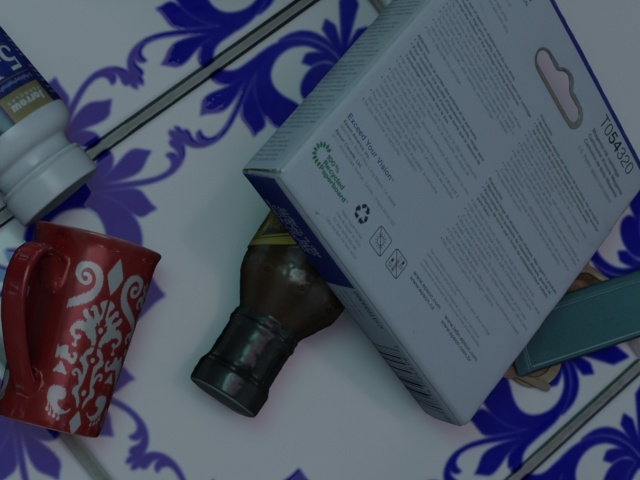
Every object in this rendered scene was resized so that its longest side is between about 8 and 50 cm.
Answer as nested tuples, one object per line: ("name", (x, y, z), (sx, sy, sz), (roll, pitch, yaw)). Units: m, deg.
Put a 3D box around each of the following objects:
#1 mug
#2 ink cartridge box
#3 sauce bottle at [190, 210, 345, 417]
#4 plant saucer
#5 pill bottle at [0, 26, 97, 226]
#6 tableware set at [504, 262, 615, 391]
("mug", (-0.229, 0.074, 1.063), (0.150, 0.113, 0.169), (19, 82, -38))
("ink cartridge box", (0.130, -0.058, 1.115), (0.330, 0.071, 0.324), (-50, 122, -22))
("sauce bottle", (0.000, 0.000, 1.136), (0.111, 0.111, 0.344), (34, 74, -8))
("plant saucer", (0.277, 0.078, 1.229), (0.192, 0.018, 0.067), (-16, 94, -15))
("pill bottle", (-0.286, -0.109, 1.076), (0.112, 0.112, 0.186), (-41, 94, -16))
("tableware set", (0.211, 0.057, 1.231), (0.141, 0.020, 0.168), (38, 75, -7))
